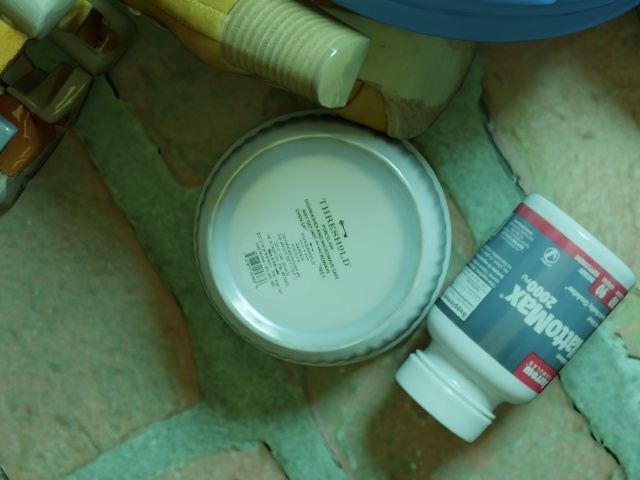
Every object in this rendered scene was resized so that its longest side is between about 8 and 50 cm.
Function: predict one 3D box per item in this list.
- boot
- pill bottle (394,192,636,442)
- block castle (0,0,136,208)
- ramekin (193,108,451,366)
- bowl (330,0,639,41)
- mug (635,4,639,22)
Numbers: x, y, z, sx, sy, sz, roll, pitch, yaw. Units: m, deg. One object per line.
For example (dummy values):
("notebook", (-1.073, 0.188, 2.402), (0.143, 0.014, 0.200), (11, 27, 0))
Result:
("boot", (-0.021, -0.166, 1.065), (0.211, 0.295, 0.104), (33, 106, 21))
("pill bottle", (0.145, 0.063, 1.121), (0.108, 0.108, 0.180), (40, 94, 1))
("block castle", (-0.356, -0.069, 1.043), (0.213, 0.303, 0.453), (38, 93, 2))
("ramekin", (0.000, 0.000, 1.125), (0.207, 0.109, 0.207), (0, 93, 3))
("bowl", (0.096, -0.295, 1.021), (0.391, 0.077, 0.391), (5, 54, -7))
("mug", (0.317, -0.196, 1.107), (0.158, 0.097, 0.129), (-20, 91, 3))
